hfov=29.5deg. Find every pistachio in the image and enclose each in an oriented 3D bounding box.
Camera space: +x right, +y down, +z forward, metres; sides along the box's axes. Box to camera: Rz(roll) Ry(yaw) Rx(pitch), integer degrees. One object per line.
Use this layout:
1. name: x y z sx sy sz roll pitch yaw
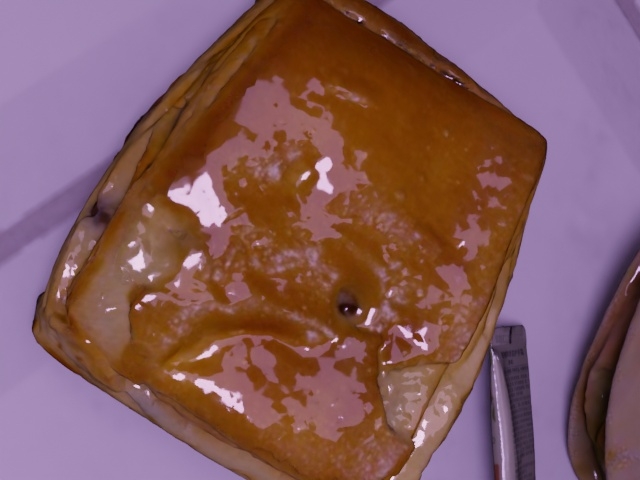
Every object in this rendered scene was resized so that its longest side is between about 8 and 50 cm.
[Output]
1. pistachio: 0.224 0.061 0.655 0.144 0.144 0.215 34 89 -14

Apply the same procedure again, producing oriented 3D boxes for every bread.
1. bread: 0.000 0.000 0.594 0.210 0.099 0.235 33 75 -14

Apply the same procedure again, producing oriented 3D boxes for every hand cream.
1. hand cream: 0.104 0.128 0.651 0.057 0.037 0.165 3 83 -63
